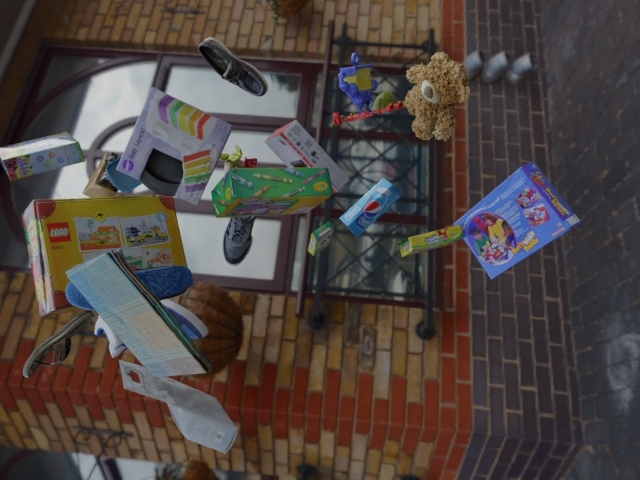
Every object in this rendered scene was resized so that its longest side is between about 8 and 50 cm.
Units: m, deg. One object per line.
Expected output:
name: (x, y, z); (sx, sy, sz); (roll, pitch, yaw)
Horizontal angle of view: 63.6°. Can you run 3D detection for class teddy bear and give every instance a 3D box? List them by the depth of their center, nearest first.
teddy bear: (0.321, -0.416, 1.539); (0.338, 0.113, 0.245); (-138, 40, -76)

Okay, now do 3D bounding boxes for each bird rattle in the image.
bird rattle: (-0.378, -0.306, 2.321); (0.253, 0.143, 0.207); (53, -146, -64)

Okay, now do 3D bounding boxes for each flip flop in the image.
flip flop: (-0.839, 0.343, 1.674); (0.277, 0.080, 0.112); (-43, 0, -18)

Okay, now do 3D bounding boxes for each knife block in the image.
knife block: (-0.801, -0.212, 1.925); (0.276, 0.088, 0.242); (-50, 31, 19)

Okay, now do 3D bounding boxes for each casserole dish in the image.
casserole dish: (-0.659, -0.238, 1.786); (0.114, 0.037, 0.188); (55, -136, -12)

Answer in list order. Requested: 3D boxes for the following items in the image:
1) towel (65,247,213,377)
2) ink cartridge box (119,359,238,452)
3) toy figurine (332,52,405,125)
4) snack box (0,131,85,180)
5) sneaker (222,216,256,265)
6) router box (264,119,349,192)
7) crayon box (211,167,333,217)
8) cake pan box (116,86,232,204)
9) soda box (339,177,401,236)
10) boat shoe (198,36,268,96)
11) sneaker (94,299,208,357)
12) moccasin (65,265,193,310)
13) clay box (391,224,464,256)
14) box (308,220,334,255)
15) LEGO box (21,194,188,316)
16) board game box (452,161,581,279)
towel: (-0.447, 0.190, 1.261); (0.370, 0.271, 0.040); (57, -135, -18)
ink cartridge box: (-0.485, 0.533, 1.677); (0.091, 0.384, 0.308); (-63, 23, -8)
toy figurine: (0.172, -0.537, 1.761); (0.362, 0.191, 0.217); (-27, -72, -43)
snack box: (-0.835, -0.256, 1.539); (0.174, 0.207, 0.070); (29, 132, 47)
sneaker: (-0.259, -0.048, 1.666); (0.153, 0.101, 0.269); (172, 114, -85)
router box: (-0.064, -0.345, 2.217); (0.082, 0.335, 0.301); (-48, 17, -11)
crayon box: (-0.128, -0.126, 1.365); (0.165, 0.278, 0.081); (-29, 69, 58)
cake pan box: (-0.414, -0.260, 1.471); (0.267, 0.245, 0.070); (-64, 11, 3)
soda box: (0.172, -0.114, 1.779); (0.067, 0.210, 0.071); (46, -178, -35)
boat shoe: (-0.320, -0.614, 1.858); (0.103, 0.285, 0.092); (-43, 11, 37)
sneaker: (-0.553, 0.297, 1.653); (0.236, 0.322, 0.130); (-58, 0, -27)
moccasin: (-0.545, 0.151, 1.497); (0.117, 0.341, 0.138); (142, 124, -66)
clay box: (0.366, 0.006, 1.783); (0.127, 0.221, 0.053); (118, 137, -77)
box: (0.000, 0.000, 2.280); (0.105, 0.043, 0.179); (-36, -17, -23)
LEGO box: (-0.769, 0.041, 1.892); (0.193, 0.500, 0.373); (-21, 80, 47)
board game box: (0.616, -0.055, 1.666); (0.233, 0.078, 0.347); (58, 144, 13)
